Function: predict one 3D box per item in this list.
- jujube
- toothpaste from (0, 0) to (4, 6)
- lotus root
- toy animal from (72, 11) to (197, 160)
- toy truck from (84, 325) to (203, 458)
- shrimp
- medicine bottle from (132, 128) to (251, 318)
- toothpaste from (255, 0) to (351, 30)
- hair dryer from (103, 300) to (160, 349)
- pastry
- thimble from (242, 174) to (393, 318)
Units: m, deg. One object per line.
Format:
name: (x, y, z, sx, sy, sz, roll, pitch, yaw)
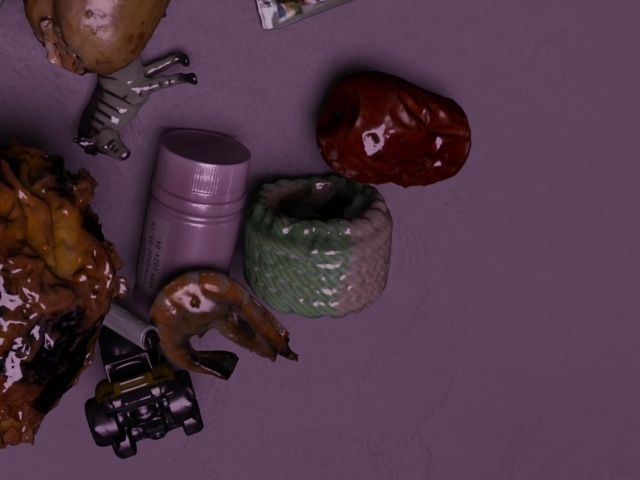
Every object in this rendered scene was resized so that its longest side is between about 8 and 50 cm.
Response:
jujube: (0.107, -0.150, 1.226, 0.230, 0.155, 0.155, 6, 116, -28)
toothpaste: (-0.393, -0.261, 0.960, 0.099, 0.061, 0.392, 21, 133, -32)
lotus root: (-0.231, -0.323, 0.979, 0.160, 0.146, 0.284, 25, 87, 5)
toy animal: (-0.257, -0.219, 1.107, 0.176, 0.073, 0.216, -23, 116, -3)
toy truck: (-0.263, 0.213, 1.289, 0.147, 0.165, 0.224, -18, 158, -8)
shrimp: (-0.133, 0.137, 1.210, 0.145, 0.059, 0.254, -40, 131, 1)
medicine bottle: (-0.178, -0.015, 1.211, 0.133, 0.133, 0.249, 4, 118, -21)
toothpaste: (0.038, -0.342, 1.161, 0.256, 0.037, 0.067, -18, 123, -4)
hair dryer: (-0.301, 0.078, 1.174, 0.073, 0.236, 0.131, -20, 129, -46)
pastry: (-0.419, 0.089, 1.031, 0.405, 0.337, 0.292, -28, 165, 21)
thimble: (0.000, 0.000, 1.234, 0.219, 0.219, 0.150, -5, 119, -16)
